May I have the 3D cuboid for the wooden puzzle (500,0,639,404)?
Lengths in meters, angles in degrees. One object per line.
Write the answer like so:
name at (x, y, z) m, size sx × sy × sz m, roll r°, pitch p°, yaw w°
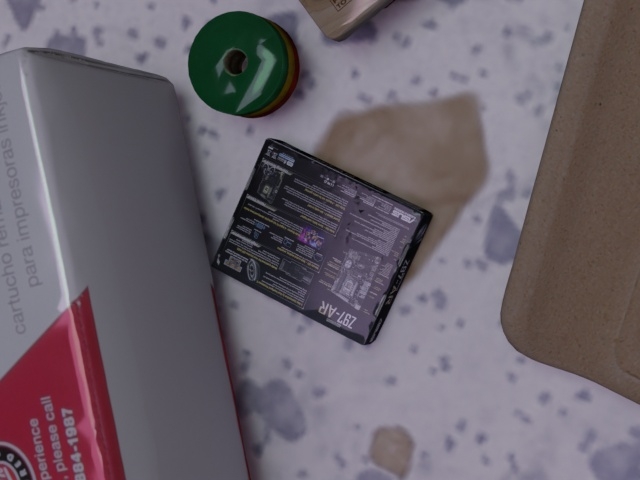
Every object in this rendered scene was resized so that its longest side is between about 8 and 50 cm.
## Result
wooden puzzle at (0.260, -0.037, 0.462) m, size 0.347 × 0.080 × 0.322 m, roll 24°, pitch 120°, yaw 23°

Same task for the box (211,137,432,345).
box at (0.000, 0.000, 0.631) m, size 0.083 × 0.018 × 0.067 m, roll 26°, pitch 98°, yaw 16°

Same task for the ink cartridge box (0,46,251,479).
ink cartridge box at (-0.204, 0.063, 0.634) m, size 0.306 × 0.131 × 0.226 m, roll -15°, pitch 85°, yaw 20°

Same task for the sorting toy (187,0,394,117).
sorting toy at (0.031, -0.182, 0.605) m, size 0.274 × 0.046 × 0.132 m, roll -39°, pitch 79°, yaw 15°
